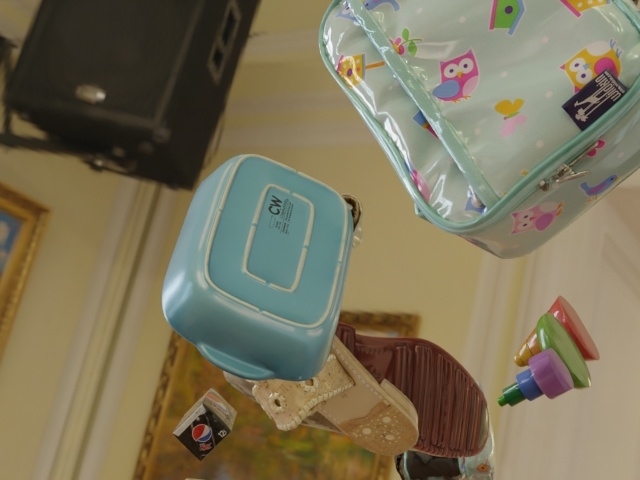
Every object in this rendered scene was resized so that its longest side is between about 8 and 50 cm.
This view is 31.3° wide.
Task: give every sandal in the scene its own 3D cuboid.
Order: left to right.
[{"bbox_3d":[-0.007,0.132,0.971,0.240,0.079,0.088,36,-59,-23],"label":"sandal"}]

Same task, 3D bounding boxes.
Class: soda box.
[{"bbox_3d":[-0.152,0.244,1.534,0.053,0.060,0.169,45,-1,-1],"label":"soda box"}]

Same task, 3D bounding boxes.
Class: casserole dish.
[{"bbox_3d":[-0.032,0.008,0.728,0.114,0.188,0.037,24,-51,-10],"label":"casserole dish"}]

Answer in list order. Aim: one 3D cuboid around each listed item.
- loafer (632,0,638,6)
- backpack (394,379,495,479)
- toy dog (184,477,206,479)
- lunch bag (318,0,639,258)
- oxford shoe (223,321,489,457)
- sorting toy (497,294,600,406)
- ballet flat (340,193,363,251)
[{"bbox_3d":[0.283,-0.330,1.176,0.102,0.092,0.268,4,-51,14],"label":"loafer"},{"bbox_3d":[0.171,0.285,1.603,0.144,0.166,0.188,-3,-33,-2],"label":"backpack"},{"bbox_3d":[-0.121,0.479,1.547,0.220,0.333,0.161,-12,-14,-12],"label":"toy dog"},{"bbox_3d":[0.132,-0.133,0.897,0.224,0.279,0.108,-40,-34,15],"label":"lunch bag"},{"bbox_3d":[0.049,0.169,1.301,0.348,0.123,0.130,27,-29,-33],"label":"oxford shoe"},{"bbox_3d":[0.334,0.188,1.756,0.126,0.127,0.365,-33,-3,20],"label":"sorting toy"},{"bbox_3d":[0.000,0.000,0.997,0.057,0.052,0.168,16,24,9],"label":"ballet flat"}]
